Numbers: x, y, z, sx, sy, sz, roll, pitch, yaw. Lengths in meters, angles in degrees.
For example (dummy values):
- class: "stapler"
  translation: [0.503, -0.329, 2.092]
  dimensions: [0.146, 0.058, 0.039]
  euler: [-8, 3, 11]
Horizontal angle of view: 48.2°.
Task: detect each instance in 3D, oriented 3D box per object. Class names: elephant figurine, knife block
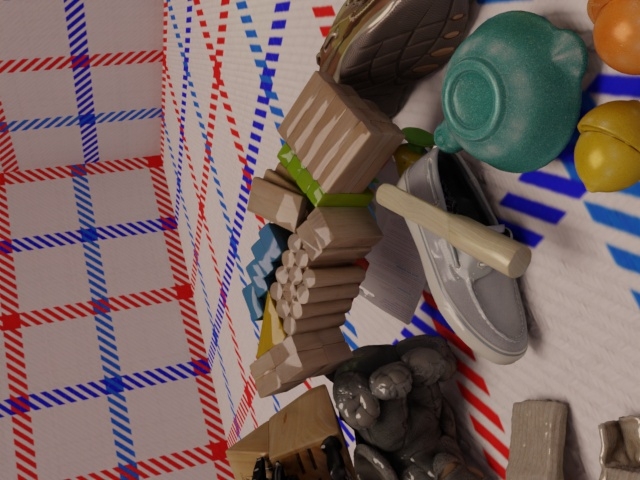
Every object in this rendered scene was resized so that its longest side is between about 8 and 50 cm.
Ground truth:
- class: "elephant figurine"
  translation: [0.109, 0.246, 0.844]
  dimensions: [0.186, 0.169, 0.239]
  euler: [-59, -53, -74]
- class: "knife block"
  translation: [0.007, 0.286, 0.940]
  dimensions: [0.242, 0.275, 0.088]
  euler: [-12, 99, 42]

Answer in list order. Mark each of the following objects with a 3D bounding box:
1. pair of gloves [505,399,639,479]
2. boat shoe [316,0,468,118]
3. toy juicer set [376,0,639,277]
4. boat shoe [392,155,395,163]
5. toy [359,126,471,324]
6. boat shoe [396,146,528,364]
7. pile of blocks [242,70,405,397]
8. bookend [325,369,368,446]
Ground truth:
- class: "pair of gloves"
  translation: [0.214, 0.240, 0.589]
  dimensions: [0.240, 0.042, 0.204]
  euler: [165, 113, -71]
- class: "boat shoe"
  translation: [0.058, -0.225, 0.801]
  dimensions: [0.324, 0.123, 0.116]
  euler: [143, 119, -68]
- class: "toy juicer set"
  translation: [0.174, -0.096, 0.580]
  dimensions: [0.209, 0.089, 0.329]
  euler: [52, 140, 32]
- class: "boat shoe"
  translation: [0.035, -0.053, 0.995]
  dimensions: [0.277, 0.098, 0.096]
  euler: [-56, 45, 52]
- class: "toy"
  translation: [0.091, -0.028, 0.854]
  dimensions: [0.137, 0.056, 0.237]
  euler: [30, 131, 20]
- class: "boat shoe"
  translation: [0.147, 0.007, 0.699]
  dimensions: [0.081, 0.079, 0.228]
  euler: [-52, 54, 51]
- class: "pile of blocks"
  translation: [0.000, 0.000, 0.810]
  dimensions: [0.149, 0.112, 0.362]
  euler: [29, 110, 39]
- class: "bookend"
  translation: [0.072, 0.280, 1.070]
  dimensions: [0.157, 0.072, 0.156]
  euler: [-169, 70, -71]
